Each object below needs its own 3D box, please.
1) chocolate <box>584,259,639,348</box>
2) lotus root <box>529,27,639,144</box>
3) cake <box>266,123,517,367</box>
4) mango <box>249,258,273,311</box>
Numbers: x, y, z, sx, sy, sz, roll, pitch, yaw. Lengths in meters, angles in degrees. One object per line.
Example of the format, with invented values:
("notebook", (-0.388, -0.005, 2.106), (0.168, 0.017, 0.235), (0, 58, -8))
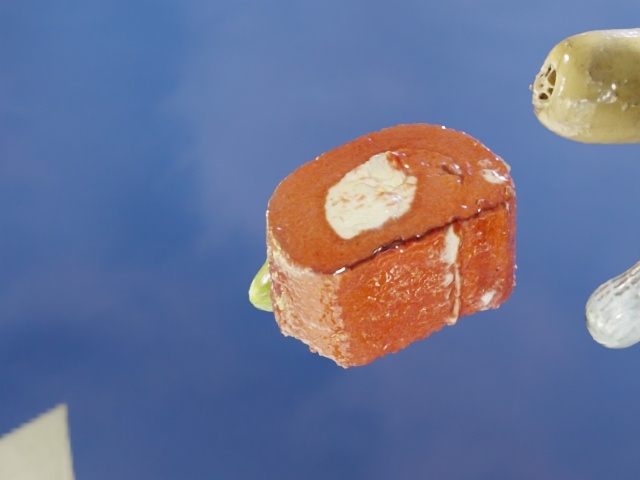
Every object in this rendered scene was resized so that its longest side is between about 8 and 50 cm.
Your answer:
("chocolate", (0.334, 0.045, 1.468), (0.072, 0.167, 0.072), (42, -161, -18))
("lotus root", (0.471, -0.225, 2.169), (0.342, 0.169, 0.151), (-4, -151, -20))
("cake", (0.070, -0.002, 1.509), (0.283, 0.151, 0.177), (-24, -139, -19))
("mango", (0.000, 0.000, 1.848), (0.111, 0.125, 0.233), (34, -109, 29))
